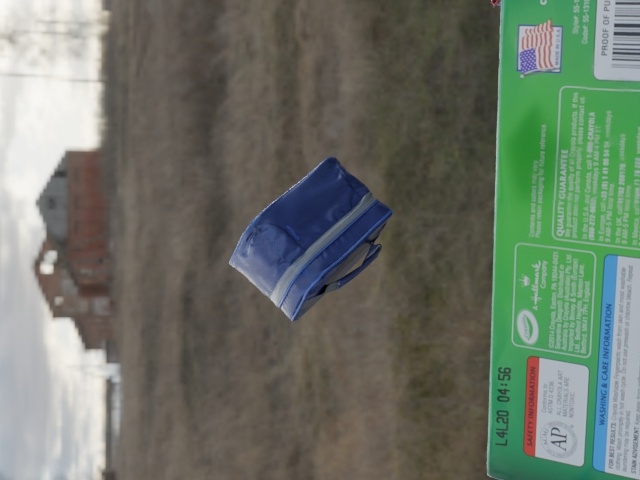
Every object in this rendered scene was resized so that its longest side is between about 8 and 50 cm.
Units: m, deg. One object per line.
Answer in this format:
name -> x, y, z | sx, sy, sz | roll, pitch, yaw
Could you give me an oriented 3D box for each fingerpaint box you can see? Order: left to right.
fingerpaint box -> 0.282, -0.055, 0.951 | 0.371, 0.163, 0.444 | -24, -63, -56

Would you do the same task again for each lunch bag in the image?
lunch bag -> 0.000, 0.000, 0.706 | 0.065, 0.098, 0.067 | 44, 150, 7

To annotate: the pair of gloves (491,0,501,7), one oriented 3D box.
pair of gloves -> 0.311, -0.363, 1.556 | 0.023, 0.159, 0.198 | 26, 94, 46
